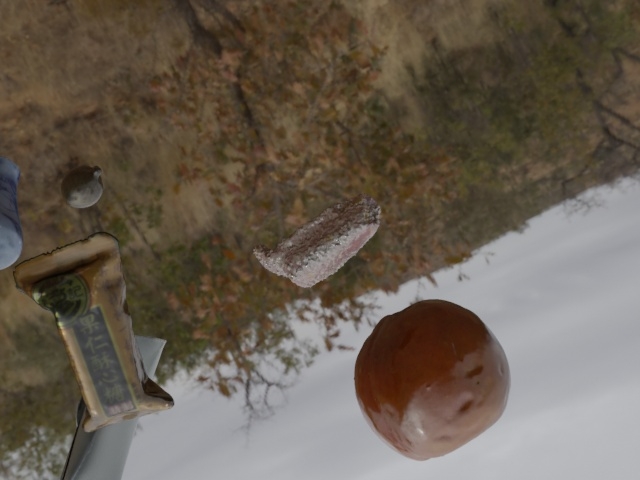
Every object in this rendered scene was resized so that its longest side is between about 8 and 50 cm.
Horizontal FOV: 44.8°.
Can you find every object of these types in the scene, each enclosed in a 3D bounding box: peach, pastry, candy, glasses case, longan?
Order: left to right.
[{"bbox_3d":[-0.564,-0.134,1.858,0.119,0.106,0.106,-46,172,17],"label":"longan"},{"bbox_3d":[-0.301,0.127,1.035,0.143,0.271,0.101,-17,-161,-7],"label":"candy"},{"bbox_3d":[-0.369,0.303,1.340,0.083,0.308,0.128,7,163,33],"label":"glasses case"},{"bbox_3d":[0.000,0.012,1.491,0.265,0.112,0.103,-28,142,18],"label":"pastry"},{"bbox_3d":[0.227,0.285,1.656,0.343,0.301,0.343,-31,174,-4],"label":"peach"}]

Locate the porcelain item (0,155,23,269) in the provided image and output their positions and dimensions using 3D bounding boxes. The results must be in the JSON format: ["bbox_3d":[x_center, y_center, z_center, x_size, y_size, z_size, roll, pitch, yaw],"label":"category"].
[{"bbox_3d":[-0.642,-0.042,1.496,0.141,0.259,0.141,-5,145,-3],"label":"porcelain item"}]
